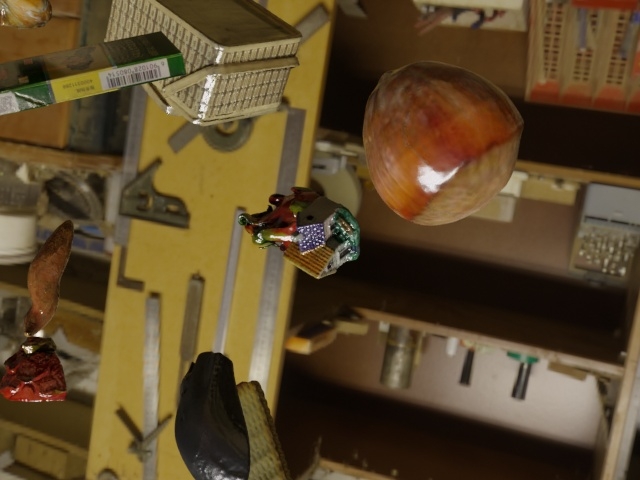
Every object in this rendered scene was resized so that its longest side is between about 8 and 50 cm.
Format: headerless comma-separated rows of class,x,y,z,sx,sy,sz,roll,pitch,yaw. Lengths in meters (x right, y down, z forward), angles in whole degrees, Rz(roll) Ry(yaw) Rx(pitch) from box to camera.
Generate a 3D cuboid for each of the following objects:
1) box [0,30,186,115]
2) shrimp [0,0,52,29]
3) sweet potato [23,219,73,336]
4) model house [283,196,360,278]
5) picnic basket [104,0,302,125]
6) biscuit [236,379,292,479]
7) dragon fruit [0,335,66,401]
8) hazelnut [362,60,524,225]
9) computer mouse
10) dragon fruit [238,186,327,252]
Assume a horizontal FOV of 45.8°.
box,-0.303,-0.220,0.977,0.235,0.034,0.132,-17,-147,-17
shrimp,-0.415,-0.327,0.987,0.132,0.052,0.187,40,163,-25
sweet potato,-0.451,0.059,1.246,0.058,0.202,0.055,15,171,-7
model house,0.000,0.000,1.224,0.087,0.101,0.100,32,-126,33
picnic basket,-0.218,-0.351,1.385,0.313,0.175,0.228,39,-142,24
biscuit,-0.137,0.392,1.351,0.029,0.172,0.255,21,-141,-50
dragon fruit,-0.493,0.214,1.266,0.083,0.107,0.162,3,176,-39
hazelnut,0.141,-0.123,0.940,0.214,0.214,0.176,13,-148,31
computer mouse,-0.187,0.299,1.239,0.088,0.147,0.264,12,-134,-33
dragon fruit,-0.056,-0.024,1.354,0.174,0.139,0.142,-10,158,-9
